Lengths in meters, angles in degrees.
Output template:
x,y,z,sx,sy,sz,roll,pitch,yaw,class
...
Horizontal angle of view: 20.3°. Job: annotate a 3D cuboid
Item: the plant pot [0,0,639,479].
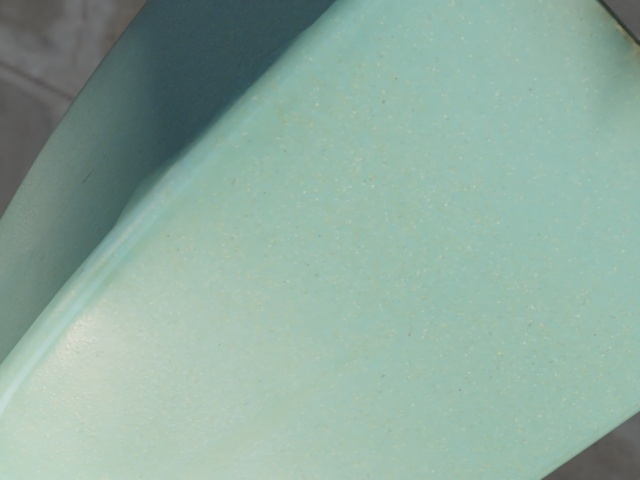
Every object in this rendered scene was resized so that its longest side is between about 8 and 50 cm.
x,y,z,sx,sy,sz,roll,pitch,yaw,class
0.000,0.000,0.570,0.234,0.166,0.165,-42,24,12,plant pot
